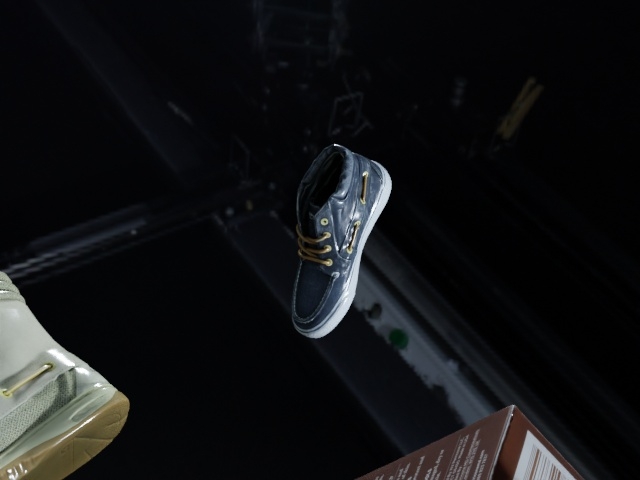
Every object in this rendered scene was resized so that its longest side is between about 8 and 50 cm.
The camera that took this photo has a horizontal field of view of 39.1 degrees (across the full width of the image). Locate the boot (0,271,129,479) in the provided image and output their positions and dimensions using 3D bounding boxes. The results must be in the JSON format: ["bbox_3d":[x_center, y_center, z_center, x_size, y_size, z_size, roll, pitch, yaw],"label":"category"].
[{"bbox_3d":[-0.257,0.112,0.588,0.165,0.077,0.213,42,-133,21],"label":"boot"}]

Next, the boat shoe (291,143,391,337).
[{"bbox_3d":[0.000,0.000,0.860,0.065,0.183,0.083,20,178,37],"label":"boat shoe"}]

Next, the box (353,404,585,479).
[{"bbox_3d":[0.127,0.360,1.047,0.191,0.381,0.143,46,-140,-8],"label":"box"}]
